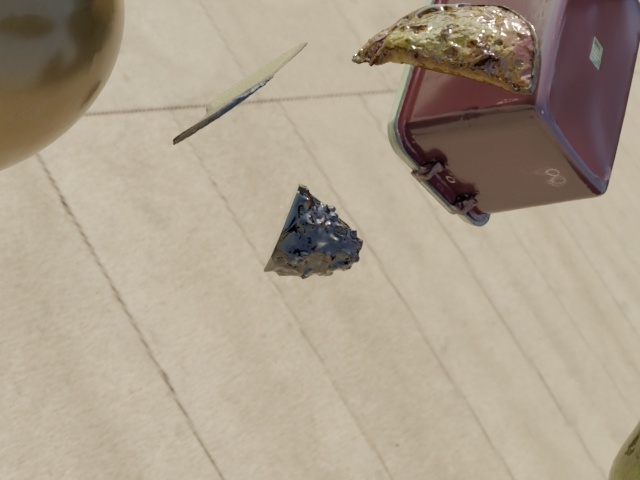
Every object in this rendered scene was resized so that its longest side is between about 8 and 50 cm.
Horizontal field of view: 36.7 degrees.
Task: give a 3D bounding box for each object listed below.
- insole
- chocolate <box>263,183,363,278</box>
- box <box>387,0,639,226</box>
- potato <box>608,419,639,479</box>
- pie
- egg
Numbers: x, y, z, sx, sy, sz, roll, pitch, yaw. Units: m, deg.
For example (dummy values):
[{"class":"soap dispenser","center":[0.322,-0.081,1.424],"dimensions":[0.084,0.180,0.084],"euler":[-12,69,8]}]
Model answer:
[{"class":"insole","center":[-0.049,-0.103,0.640],"dimensions":[0.005,0.086,0.253],"euler":[56,12,-12]},{"class":"chocolate","center":[0.000,0.000,1.471],"dimensions":[0.133,0.156,0.156],"euler":[20,39,-6]},{"class":"box","center":[0.209,-0.174,0.986],"dimensions":[0.193,0.167,0.294],"euler":[38,60,-38]},{"class":"potato","center":[0.386,0.187,0.955],"dimensions":[0.111,0.272,0.160],"euler":[47,3,-12]},{"class":"pie","center":[0.121,-0.186,0.884],"dimensions":[0.088,0.191,0.033],"euler":[-59,145,-21]},{"class":"egg","center":[-0.355,-0.192,0.821],"dimensions":[0.374,0.301,0.301],"euler":[-21,73,-19]}]
